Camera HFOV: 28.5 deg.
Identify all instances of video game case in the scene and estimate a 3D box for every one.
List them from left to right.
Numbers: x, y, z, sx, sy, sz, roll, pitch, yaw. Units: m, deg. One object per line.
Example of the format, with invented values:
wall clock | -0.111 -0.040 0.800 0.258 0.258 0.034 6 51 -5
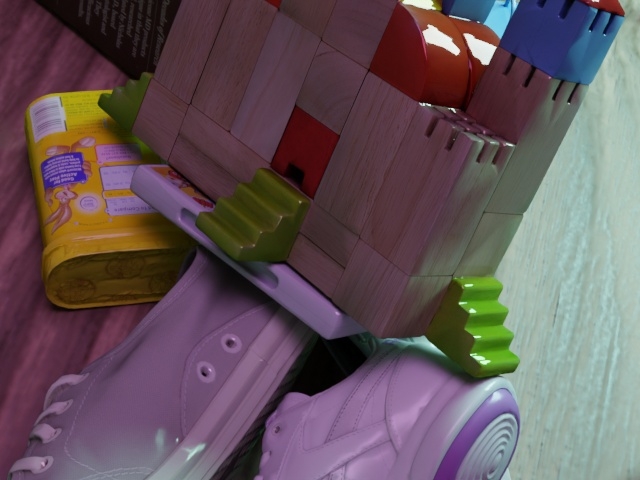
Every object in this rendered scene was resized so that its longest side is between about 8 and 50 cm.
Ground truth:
video game case | 0.000 0.000 0.961 0.206 0.026 0.227 35 23 28

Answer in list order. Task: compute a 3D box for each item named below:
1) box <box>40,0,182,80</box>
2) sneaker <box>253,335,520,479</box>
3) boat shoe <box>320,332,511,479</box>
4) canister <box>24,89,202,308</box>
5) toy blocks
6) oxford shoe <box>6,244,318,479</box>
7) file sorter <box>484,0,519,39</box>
box | -0.159 -0.280 1.151 0.381 0.143 0.191 39 54 13
sneaker | 0.000 0.195 0.848 0.152 0.114 0.305 29 70 38
boat shoe | 0.062 0.126 0.951 0.081 0.079 0.227 -19 55 -19
canister | -0.167 -0.038 1.008 0.126 0.073 0.170 -5 54 -18
toy blocks | 0.028 -0.120 0.872 0.191 0.261 0.381 1 29 -48
oxford shoe | -0.141 0.157 0.815 0.130 0.169 0.449 31 45 5
file sorter | 0.163 -0.221 1.211 0.170 0.104 0.118 4 54 -13
